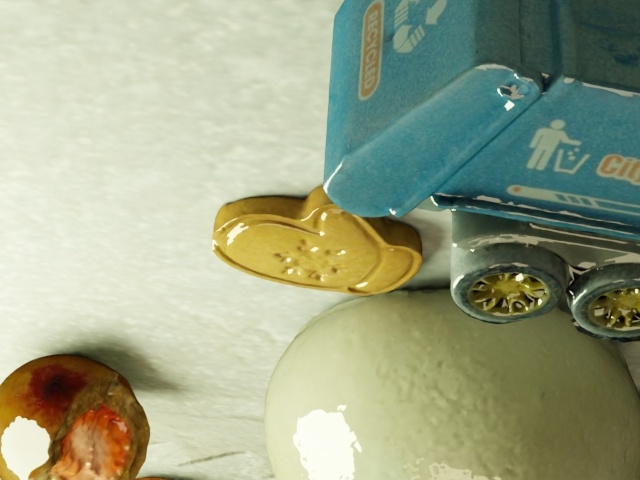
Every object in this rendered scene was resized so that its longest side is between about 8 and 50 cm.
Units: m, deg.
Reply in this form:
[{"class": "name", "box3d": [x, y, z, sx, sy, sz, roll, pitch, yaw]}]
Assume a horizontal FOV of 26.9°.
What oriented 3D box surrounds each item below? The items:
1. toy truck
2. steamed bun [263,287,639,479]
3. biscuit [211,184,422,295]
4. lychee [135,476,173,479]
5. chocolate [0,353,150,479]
[{"class": "toy truck", "box3d": [0.186, -0.046, 0.649, 0.367, 0.146, 0.175, 9, 146, -9]}, {"class": "steamed bun", "box3d": [0.096, 0.163, 0.983, 0.283, 0.177, 0.283, 5, 148, 3]}, {"class": "biscuit", "box3d": [0.000, 0.001, 0.872, 0.140, 0.023, 0.118, 9, 150, -8]}, {"class": "lychee", "box3d": [-0.182, 0.285, 1.301, 0.140, 0.101, 0.114, -17, -173, 11]}, {"class": "chocolate", "box3d": [-0.200, 0.143, 1.049, 0.127, 0.124, 0.133, 12, 133, 1]}]
